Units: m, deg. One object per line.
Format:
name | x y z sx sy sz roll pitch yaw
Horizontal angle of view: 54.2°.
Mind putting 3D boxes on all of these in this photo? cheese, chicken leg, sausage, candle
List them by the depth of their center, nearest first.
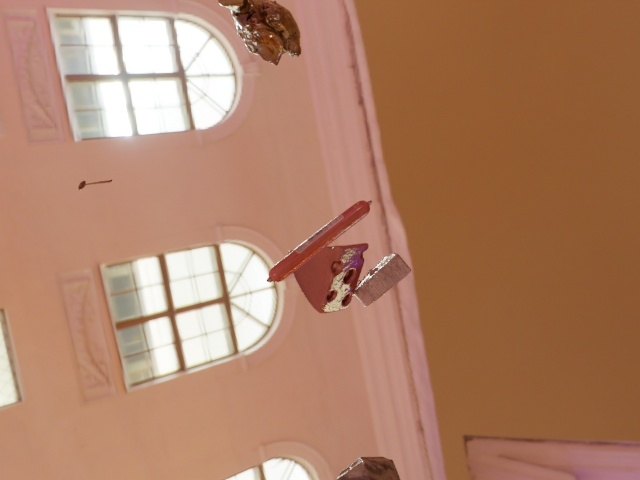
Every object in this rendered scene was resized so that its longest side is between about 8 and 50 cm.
chicken leg | -0.068 -0.256 0.732 0.093 0.178 0.070 42 -81 10
sausage | 0.000 0.000 1.030 0.029 0.223 0.029 49 -12 14
cheese | 0.004 0.065 1.669 0.177 0.128 0.203 32 -64 36
candle | 0.178 0.096 1.736 0.068 0.192 0.168 49 -45 -1

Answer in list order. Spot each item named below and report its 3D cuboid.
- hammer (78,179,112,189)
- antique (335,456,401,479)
hammer | -0.546 -0.139 1.515 0.122 0.029 0.014 -3 -38 36
antique | 0.102 0.480 1.109 0.086 0.088 0.183 -46 -133 29
